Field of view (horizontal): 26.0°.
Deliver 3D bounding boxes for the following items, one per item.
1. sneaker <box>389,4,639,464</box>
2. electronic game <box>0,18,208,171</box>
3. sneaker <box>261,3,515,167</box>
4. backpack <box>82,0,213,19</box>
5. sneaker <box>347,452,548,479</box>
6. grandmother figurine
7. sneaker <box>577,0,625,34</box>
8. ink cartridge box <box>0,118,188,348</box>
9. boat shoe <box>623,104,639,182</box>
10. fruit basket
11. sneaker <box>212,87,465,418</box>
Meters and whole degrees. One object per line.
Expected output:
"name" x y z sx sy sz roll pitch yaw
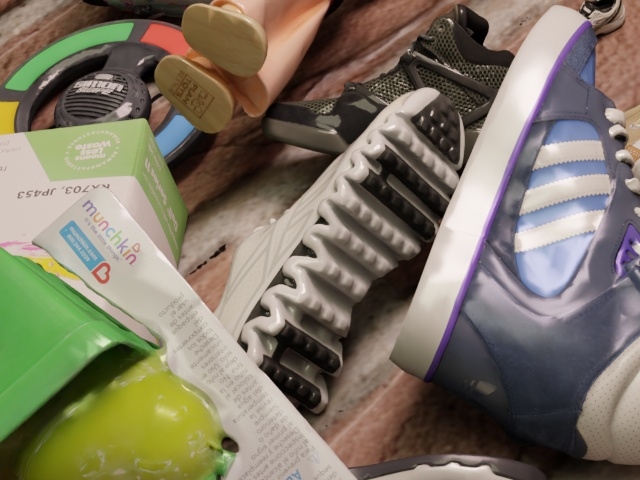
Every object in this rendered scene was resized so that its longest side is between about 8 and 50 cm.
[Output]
"sneaker" 0.209 0.003 0.980 0.236 0.130 0.322 23 63 6
"electronic game" -0.199 -0.121 1.267 0.229 0.048 0.229 -8 48 10
"sneaker" 0.065 -0.125 1.135 0.228 0.087 0.130 2 94 16
"backpack" -0.138 -0.285 1.347 0.182 0.115 0.152 6 64 19
"sneaker" 0.039 0.200 0.922 0.235 0.084 0.097 -9 73 10
"grandmother figurine" -0.015 -0.216 1.220 0.104 0.208 0.342 45 44 -3
"sneaker" 0.229 -0.191 1.212 0.083 0.037 0.032 -36 52 -13
"ink cartridge box" -0.235 0.075 1.051 0.207 0.119 0.353 -6 46 12
"boat shoe" 0.345 -0.129 1.075 0.302 0.113 0.103 -36 56 -14
"fruit basket" -0.143 0.196 0.830 0.327 0.165 0.353 -43 81 -1
"sneaker" 0.000 0.000 1.049 0.118 0.110 0.292 23 73 48
